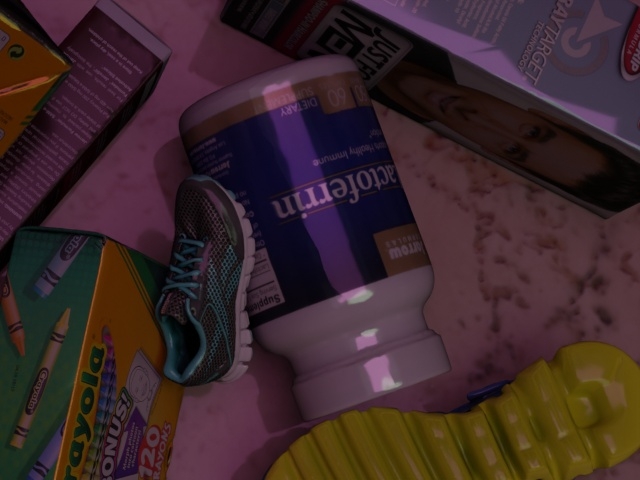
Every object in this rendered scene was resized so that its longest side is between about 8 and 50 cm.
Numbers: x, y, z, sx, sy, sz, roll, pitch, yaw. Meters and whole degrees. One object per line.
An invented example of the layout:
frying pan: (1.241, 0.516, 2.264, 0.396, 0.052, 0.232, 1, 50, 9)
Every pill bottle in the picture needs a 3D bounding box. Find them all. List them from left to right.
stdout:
pill bottle: (0.000, 0.000, 1.568, 0.153, 0.153, 0.264, -20, 86, -14)

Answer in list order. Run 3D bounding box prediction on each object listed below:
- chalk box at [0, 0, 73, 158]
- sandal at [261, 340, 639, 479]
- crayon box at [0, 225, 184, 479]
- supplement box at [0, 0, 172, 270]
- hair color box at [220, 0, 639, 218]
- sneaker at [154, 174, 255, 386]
chalk box: (-0.336, -0.156, 1.464, 0.180, 0.289, 0.179, 38, 94, -33)
sandal: (0.103, 0.179, 1.572, 0.317, 0.138, 0.126, -14, 77, -11)
crayon box: (-0.182, 0.144, 1.493, 0.081, 0.165, 0.278, 6, 78, 25)
supplement box: (-0.221, -0.066, 1.542, 0.073, 0.130, 0.239, 39, 75, -2)
hair color box: (0.121, -0.161, 1.601, 0.374, 0.185, 0.113, 26, 76, -7)
sneaker: (-0.091, 0.035, 1.500, 0.076, 0.065, 0.166, -22, 110, -55)
